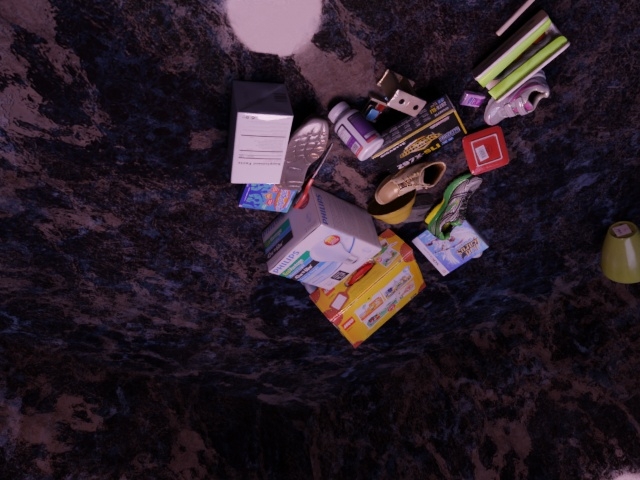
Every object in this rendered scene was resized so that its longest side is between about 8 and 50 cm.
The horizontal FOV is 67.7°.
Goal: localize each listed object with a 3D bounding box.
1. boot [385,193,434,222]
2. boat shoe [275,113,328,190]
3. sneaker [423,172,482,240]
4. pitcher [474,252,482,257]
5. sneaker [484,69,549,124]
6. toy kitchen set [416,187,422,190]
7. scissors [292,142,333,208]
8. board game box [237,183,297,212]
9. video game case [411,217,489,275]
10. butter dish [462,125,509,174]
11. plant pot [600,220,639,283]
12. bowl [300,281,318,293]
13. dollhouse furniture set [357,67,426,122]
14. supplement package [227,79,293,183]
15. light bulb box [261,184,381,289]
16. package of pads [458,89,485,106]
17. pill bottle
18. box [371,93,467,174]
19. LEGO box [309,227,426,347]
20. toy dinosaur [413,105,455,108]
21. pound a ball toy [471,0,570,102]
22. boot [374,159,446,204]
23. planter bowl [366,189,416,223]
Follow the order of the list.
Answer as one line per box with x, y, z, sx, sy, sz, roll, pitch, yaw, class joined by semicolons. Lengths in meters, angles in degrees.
0.379;-0.128;2.148;0.246;0.083;0.161;-3;147;-12;boot
-0.081;-0.328;1.701;0.132;0.130;0.355;11;142;-24;boat shoe
0.610;-0.146;2.111;0.134;0.146;0.343;6;125;-37;sneaker
0.715;0.025;2.427;0.178;0.125;0.207;-11;156;27;pitcher
0.713;-0.504;1.735;0.103;0.111;0.252;23;130;-38;sneaker
0.395;-0.258;1.989;0.083;0.068;0.075;-17;143;4;toy kitchen set
-0.028;-0.242;1.845;0.021;0.109;0.297;26;129;-20;scissors
-0.208;-0.190;1.903;0.210;0.047;0.160;5;139;-24;board game box
0.621;0.007;2.296;0.244;0.061;0.269;46;121;-7;video game case
0.646;-0.360;1.906;0.160;0.118;0.160;-19;101;4;butter dish
1.697;0.042;2.658;0.275;0.275;0.293;-25;127;14;plant pot
0.048;0.215;2.437;0.298;0.134;0.298;-9;142;-7;bowl
0.241;-0.457;1.632;0.129;0.129;0.184;12;135;-30;dollhouse furniture set
-0.209;-0.352;1.585;0.175;0.177;0.293;-1;142;-17;supplement package
0.000;0.000;2.067;0.361;0.225;0.358;20;131;-38;light bulb box
0.549;-0.515;1.736;0.083;0.032;0.050;2;143;-20;package of pads
0.116;-0.378;1.635;0.108;0.193;0.108;-38;171;-7;pill bottle
0.353;-0.375;1.742;0.322;0.079;0.257;-28;165;20;box
0.245;0.244;2.338;0.500;0.193;0.372;-40;141;-5;LEGO box
0.370;-0.459;1.744;0.211;0.064;0.112;-33;160;34;toy dinosaur
0.635;-0.642;1.547;0.208;0.136;0.319;39;123;-17;pound a ball toy
0.347;-0.226;1.859;0.262;0.203;0.095;-33;105;-5;boot
0.309;-0.131;1.981;0.217;0.217;0.090;-23;117;12;planter bowl
